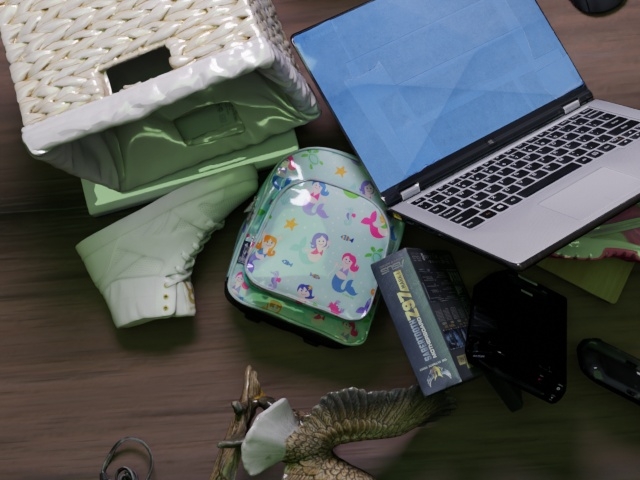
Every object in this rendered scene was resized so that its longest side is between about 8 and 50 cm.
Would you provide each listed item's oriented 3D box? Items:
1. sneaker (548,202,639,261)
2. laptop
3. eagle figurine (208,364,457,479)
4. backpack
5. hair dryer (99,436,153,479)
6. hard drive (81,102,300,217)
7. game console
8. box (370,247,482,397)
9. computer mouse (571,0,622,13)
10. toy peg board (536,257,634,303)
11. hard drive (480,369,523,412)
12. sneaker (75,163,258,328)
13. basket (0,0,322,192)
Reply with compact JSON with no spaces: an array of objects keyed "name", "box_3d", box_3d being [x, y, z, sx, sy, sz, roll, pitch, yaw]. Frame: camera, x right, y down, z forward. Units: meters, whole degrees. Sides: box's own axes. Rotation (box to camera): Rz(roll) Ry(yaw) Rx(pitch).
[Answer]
[{"name":"sneaker","box_3d":[0.412,-0.026,1.565,0.252,0.103,0.111,3,90,-10]},{"name":"laptop","box_3d":[0.245,-0.195,1.527,0.382,0.408,0.236,-28,121,-23]},{"name":"eagle figurine","box_3d":[0.021,0.275,1.564,0.298,0.226,0.225,19,46,2]},{"name":"backpack","box_3d":[0.000,0.000,1.616,0.225,0.191,0.253,22,75,-4]},{"name":"hair dryer","box_3d":[-0.248,0.441,1.623,0.224,0.080,0.293,20,89,46]},{"name":"hard drive","box_3d":[-0.206,-0.177,1.726,0.319,0.040,0.210,-15,81,2]},{"name":"game console","box_3d":[0.361,0.168,1.561,0.361,0.213,0.044,26,121,-3]},{"name":"box","box_3d":[0.156,0.105,1.558,0.059,0.233,0.183,-26,81,18]},{"name":"computer mouse","box_3d":[0.331,-0.442,1.709,0.184,0.060,0.262,-20,80,1]},{"name":"toy peg board","box_3d":[0.363,-0.018,1.649,0.161,0.079,0.161,27,85,-8]},{"name":"hard drive","box_3d":[0.238,0.154,1.582,0.022,0.135,0.094,-27,117,19]},{"name":"sneaker","box_3d":[-0.188,0.019,1.663,0.292,0.108,0.169,-28,83,16]},{"name":"basket","box_3d":[-0.211,-0.252,1.543,0.328,0.331,0.266,-20,79,8]}]
